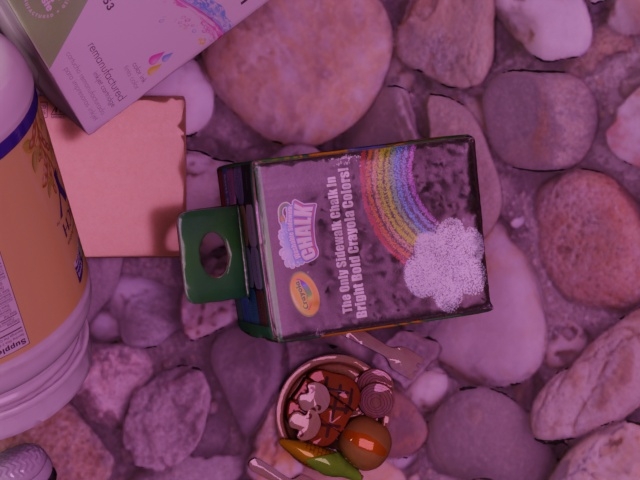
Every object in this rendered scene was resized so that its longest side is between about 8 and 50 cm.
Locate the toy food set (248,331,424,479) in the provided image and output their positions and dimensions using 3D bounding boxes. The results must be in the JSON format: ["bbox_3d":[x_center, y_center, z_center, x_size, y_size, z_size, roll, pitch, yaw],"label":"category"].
[{"bbox_3d":[0.020,0.181,1.958,0.132,0.038,0.192,29,85,-14],"label":"toy food set"}]

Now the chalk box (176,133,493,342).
[{"bbox_3d":[0.000,0.000,1.874,0.289,0.179,0.180,-7,92,-13],"label":"chalk box"}]

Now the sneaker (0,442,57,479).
[{"bbox_3d":[-0.365,0.377,1.816,0.366,0.137,0.210,-37,98,-14],"label":"sneaker"}]

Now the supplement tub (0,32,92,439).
[{"bbox_3d":[-0.341,-0.003,1.705,0.241,0.241,0.331,-21,127,-13],"label":"supplement tub"}]

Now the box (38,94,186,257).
[{"bbox_3d":[-0.234,-0.063,1.893,0.201,0.021,0.164,-1,92,-15],"label":"box"}]

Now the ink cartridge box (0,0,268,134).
[{"bbox_3d":[-0.149,-0.294,1.810,0.353,0.119,0.207,-39,134,-12],"label":"ink cartridge box"}]
